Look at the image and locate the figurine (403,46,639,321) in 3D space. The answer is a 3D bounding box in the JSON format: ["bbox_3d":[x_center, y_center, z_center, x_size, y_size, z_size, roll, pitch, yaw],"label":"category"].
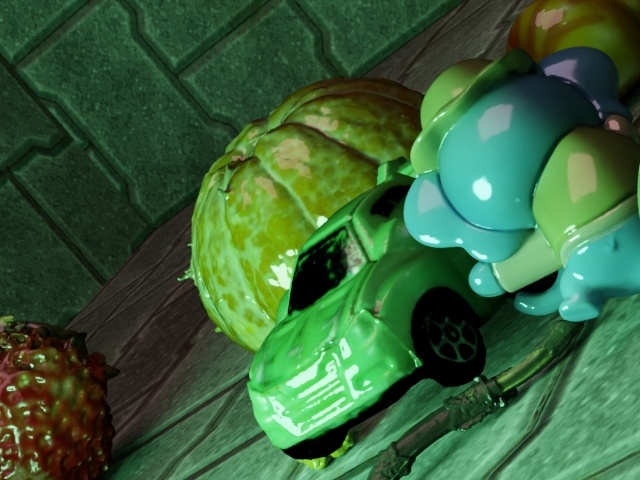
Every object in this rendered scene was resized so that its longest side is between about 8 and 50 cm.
[{"bbox_3d":[0.167,-0.035,1.438,0.153,0.262,0.180,10,-47,-40],"label":"figurine"}]

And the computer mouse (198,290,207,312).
[{"bbox_3d":[0.002,0.005,2.262,0.323,0.116,0.183,-33,6,2],"label":"computer mouse"}]

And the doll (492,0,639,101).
[{"bbox_3d":[0.314,-0.245,2.060,0.166,0.162,0.270,-2,47,53],"label":"doll"}]

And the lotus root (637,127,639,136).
[{"bbox_3d":[0.268,-0.054,1.544,0.122,0.081,0.112,-40,7,4],"label":"lotus root"}]

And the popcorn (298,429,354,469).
[{"bbox_3d":[0.001,0.164,1.668,0.068,0.059,0.083,-44,18,-23],"label":"popcorn"}]

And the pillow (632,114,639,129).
[{"bbox_3d":[0.332,-0.111,1.690,0.113,0.038,0.203,-40,9,0],"label":"pillow"}]

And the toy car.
[{"bbox_3d":[0.069,0.033,1.595,0.213,0.176,0.358,-34,2,42],"label":"toy car"}]

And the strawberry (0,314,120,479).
[{"bbox_3d":[-0.396,0.262,2.300,0.351,0.267,0.312,-65,15,1],"label":"strawberry"}]

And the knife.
[{"bbox_3d":[0.111,0.130,1.441,0.222,0.045,0.021,-42,-35,-5],"label":"knife"}]

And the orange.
[{"bbox_3d":[0.015,-0.022,1.914,0.329,0.249,0.329,-45,13,13],"label":"orange"}]

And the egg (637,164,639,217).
[{"bbox_3d":[0.267,-0.018,1.069,0.177,0.177,0.228,-34,22,35],"label":"egg"}]
